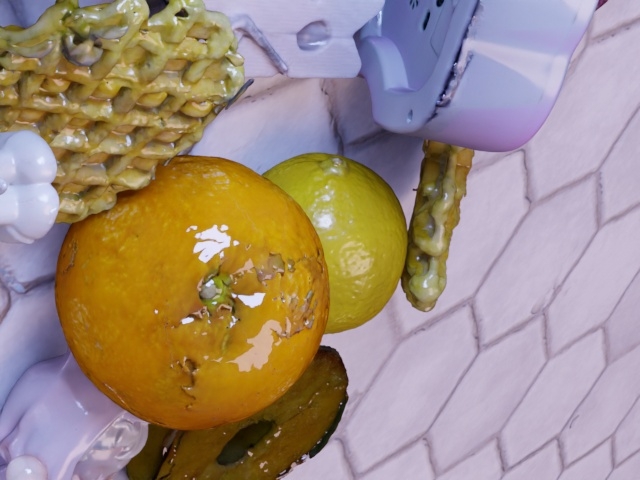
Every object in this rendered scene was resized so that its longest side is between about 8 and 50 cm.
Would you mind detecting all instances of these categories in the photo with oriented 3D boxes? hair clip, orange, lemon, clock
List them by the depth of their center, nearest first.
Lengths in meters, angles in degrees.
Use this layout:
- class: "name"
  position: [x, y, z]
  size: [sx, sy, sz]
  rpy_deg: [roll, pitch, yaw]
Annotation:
- class: "hair clip"
  position: [-0.076, -0.193, 1.442]
  size: [0.331, 0.085, 0.101]
  rpy_deg: [-7, 123, -52]
- class: "orange"
  position: [-0.113, 0.045, 1.498]
  size: [0.246, 0.246, 0.246]
  rpy_deg: [-36, 148, -27]
- class: "clock"
  position: [0.131, -0.246, 1.501]
  size: [0.102, 0.338, 0.338]
  rpy_deg: [9, 122, -20]
- class: "lemon"
  position: [0.000, 0.000, 1.684]
  size: [0.178, 0.178, 0.203]
  rpy_deg: [-25, 141, -40]

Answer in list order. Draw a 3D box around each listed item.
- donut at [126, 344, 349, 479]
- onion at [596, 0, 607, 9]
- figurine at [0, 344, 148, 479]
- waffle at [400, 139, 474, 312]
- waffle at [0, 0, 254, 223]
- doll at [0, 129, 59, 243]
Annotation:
- class: "donut"
  position: [-0.104, 0.194, 1.839]
  size: [0.272, 0.107, 0.272]
  rpy_deg: [-31, 143, -26]
- class: "onion"
  position: [0.266, -0.317, 1.782]
  size: [0.250, 0.111, 0.247]
  rpy_deg: [-38, 151, -21]
- class: "figurine"
  position: [-0.265, 0.213, 1.589]
  size: [0.276, 0.133, 0.200]
  rpy_deg: [-50, 164, 7]
- class: "waffle"
  position: [0.130, -0.078, 1.776]
  size: [0.307, 0.060, 0.312]
  rpy_deg: [-72, 174, -77]
- class: "waffle"
  position: [-0.190, -0.098, 1.311]
  size: [0.280, 0.060, 0.262]
  rpy_deg: [-18, 154, -1]
- class: "doll"
  position: [-0.317, -0.058, 1.149]
  size: [0.271, 0.144, 0.208]
  rpy_deg: [-29, 107, -45]
